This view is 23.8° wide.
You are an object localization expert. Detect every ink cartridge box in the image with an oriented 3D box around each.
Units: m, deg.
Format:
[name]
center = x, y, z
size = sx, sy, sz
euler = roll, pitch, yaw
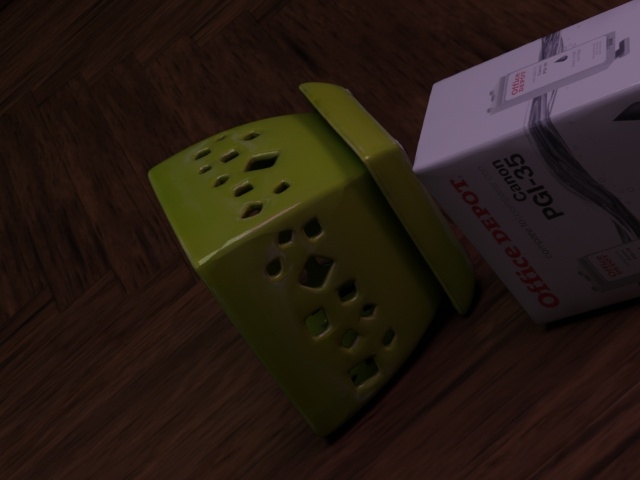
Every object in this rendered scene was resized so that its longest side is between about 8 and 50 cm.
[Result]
[ink cartridge box]
center = 0.247, -0.066, 1.193
size = 0.283, 0.207, 0.117
euler = -20, 36, 33

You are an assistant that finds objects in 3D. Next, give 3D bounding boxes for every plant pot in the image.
[plant pot]
center = 0.000, 0.000, 1.386
size = 0.207, 0.227, 0.228
euler = -35, 30, -1
